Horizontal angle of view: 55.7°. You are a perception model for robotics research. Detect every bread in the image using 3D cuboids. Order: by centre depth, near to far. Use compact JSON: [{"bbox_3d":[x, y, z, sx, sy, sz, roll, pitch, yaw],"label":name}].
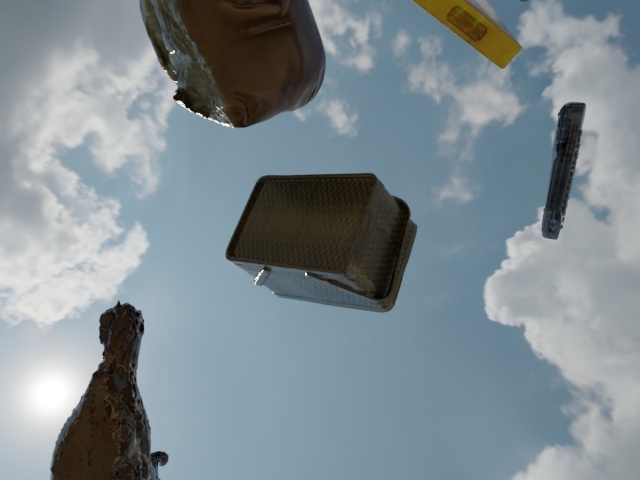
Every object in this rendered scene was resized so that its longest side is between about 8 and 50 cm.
[{"bbox_3d":[-0.130,-0.303,0.940,0.224,0.279,0.250,2,-65,37],"label":"bread"}]

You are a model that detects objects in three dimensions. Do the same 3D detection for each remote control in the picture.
[{"bbox_3d":[0.229,-0.072,0.571,0.027,0.044,0.153,12,-123,17],"label":"remote control"}]

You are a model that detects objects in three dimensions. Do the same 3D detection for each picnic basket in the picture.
[{"bbox_3d":[0.000,0.000,0.931,0.266,0.139,0.165,4,-116,38],"label":"picnic basket"}]

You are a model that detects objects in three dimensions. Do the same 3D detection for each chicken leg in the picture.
[{"bbox_3d":[-0.208,0.236,0.642,0.082,0.177,0.323,-5,-76,10],"label":"chicken leg"}]

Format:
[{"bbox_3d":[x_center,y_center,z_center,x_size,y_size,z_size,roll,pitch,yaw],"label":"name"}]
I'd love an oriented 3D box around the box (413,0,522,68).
[{"bbox_3d":[0.167,-0.332,0.800,0.152,0.269,0.043,30,-58,-22],"label":"box"}]
